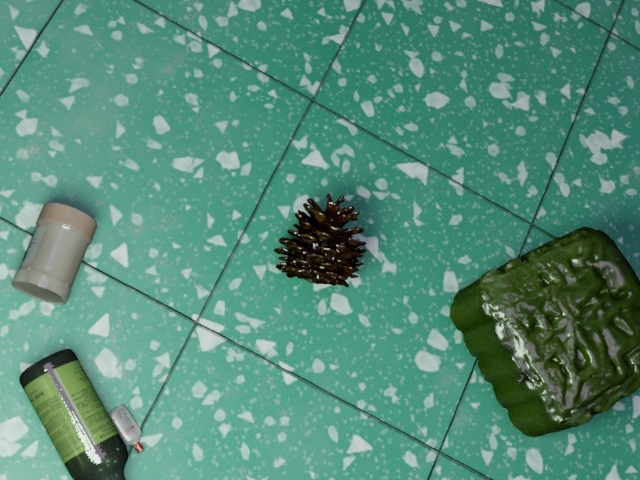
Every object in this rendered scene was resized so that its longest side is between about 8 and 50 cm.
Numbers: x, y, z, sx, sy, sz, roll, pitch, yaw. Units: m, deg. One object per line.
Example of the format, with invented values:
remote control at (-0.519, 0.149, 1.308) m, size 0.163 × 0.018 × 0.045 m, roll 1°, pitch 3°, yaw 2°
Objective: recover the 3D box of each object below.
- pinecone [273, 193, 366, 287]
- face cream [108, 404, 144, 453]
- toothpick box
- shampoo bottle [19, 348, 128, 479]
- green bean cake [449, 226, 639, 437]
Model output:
pinecone at (0.008, -0.003, 2.062) m, size 0.162 × 0.163 × 0.165 m, roll 19°, pitch 82°, yaw -10°
face cream at (-0.324, 0.320, 1.940) m, size 0.040 × 0.021 × 0.083 m, roll -32°, pitch 84°, yaw -23°
toothpick box at (-0.449, 0.023, 1.953) m, size 0.098 × 0.098 × 0.149 m, roll 21°, pitch 69°, yaw -9°
shampoo bottle at (-0.383, 0.320, 1.880) m, size 0.101 × 0.101 × 0.284 m, roll -28°, pitch 83°, yaw -22°
green bean cake at (0.441, 0.161, 2.116) m, size 0.335 × 0.218 × 0.319 m, roll -28°, pitch 83°, yaw -24°
